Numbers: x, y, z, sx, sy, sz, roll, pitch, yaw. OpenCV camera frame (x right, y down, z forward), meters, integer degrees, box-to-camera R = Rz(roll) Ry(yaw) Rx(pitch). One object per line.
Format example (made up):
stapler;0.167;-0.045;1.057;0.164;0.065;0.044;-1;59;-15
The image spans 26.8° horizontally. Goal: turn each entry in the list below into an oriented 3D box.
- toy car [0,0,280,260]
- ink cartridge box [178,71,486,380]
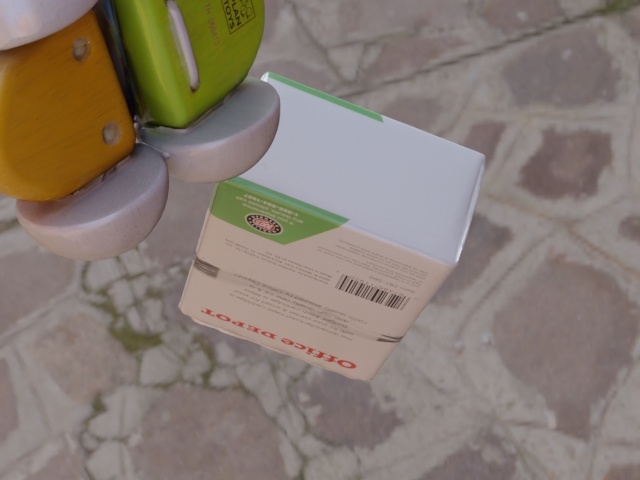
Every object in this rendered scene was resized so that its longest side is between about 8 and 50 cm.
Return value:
toy car;-0.115;-0.092;0.658;0.182;0.159;0.136;-37;38;-30
ink cartridge box;0.000;0.000;0.937;0.160;0.219;0.092;21;62;-4
